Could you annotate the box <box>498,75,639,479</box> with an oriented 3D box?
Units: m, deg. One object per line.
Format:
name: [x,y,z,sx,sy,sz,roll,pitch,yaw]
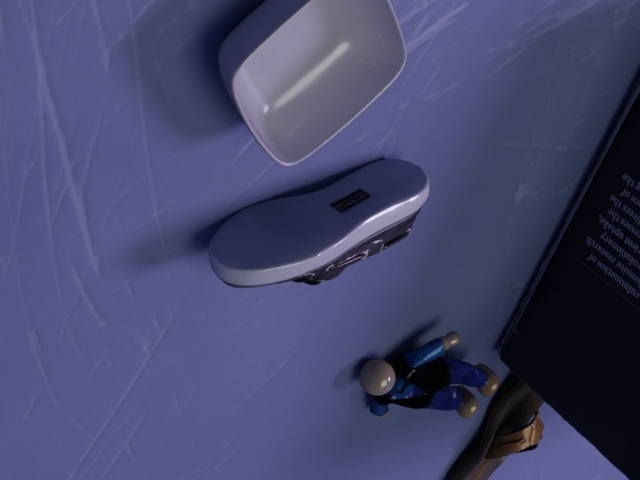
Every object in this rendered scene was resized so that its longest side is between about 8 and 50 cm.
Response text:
box: [0.525,-0.001,1.585,0.479,0.297,0.472,-8,133,-43]

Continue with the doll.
doll: [0.109,0.146,1.495,0.189,0.046,0.129,12,126,-45]

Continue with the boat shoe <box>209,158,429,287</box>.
boat shoe: [0.000,0.000,1.204,0.228,0.080,0.076,-29,142,-37]

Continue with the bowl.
bowl: [-0.012,-0.138,1.059,0.142,0.053,0.142,-43,146,-7]

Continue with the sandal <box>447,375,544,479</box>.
sandal: [0.228,0.243,1.715,0.090,0.060,0.219,9,118,-51]
